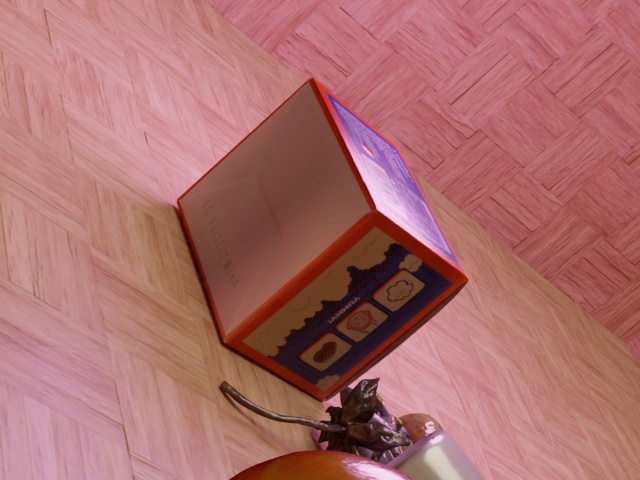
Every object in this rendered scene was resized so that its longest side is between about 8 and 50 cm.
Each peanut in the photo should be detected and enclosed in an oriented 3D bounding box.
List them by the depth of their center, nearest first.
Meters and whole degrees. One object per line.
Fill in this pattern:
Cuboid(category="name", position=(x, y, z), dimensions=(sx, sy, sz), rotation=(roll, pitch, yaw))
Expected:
Cuboid(category="peanut", position=(0.176, 0.358, 2.361), dimensions=(0.099, 0.099, 0.214), rotation=(35, 15, -38))

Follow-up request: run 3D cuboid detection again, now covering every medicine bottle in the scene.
Cuboid(category="medicine bottle", position=(0.195, 0.427, 2.094), dimensions=(0.293, 0.170, 0.170), rotation=(52, 17, 5))

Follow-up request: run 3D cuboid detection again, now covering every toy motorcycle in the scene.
Cuboid(category="toy motorcycle", position=(0.090, 0.314, 2.262), dimensions=(0.152, 0.073, 0.225), rotation=(24, 29, -48))

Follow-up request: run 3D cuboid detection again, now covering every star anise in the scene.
Cuboid(category="star anise", position=(0.001, 0.235, 2.109), dimensions=(0.227, 0.218, 0.148), rotation=(43, 56, -62))

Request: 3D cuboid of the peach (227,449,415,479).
Cuboid(category="peach", position=(0.010, 0.397, 1.362), dimensions=(0.388, 0.388, 0.388), rotation=(43, 17, -17))

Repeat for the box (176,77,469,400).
Cuboid(category="box", position=(0.000, 0.000, 2.309), dimensions=(0.257, 0.318, 0.349), rotation=(34, 21, -39))
